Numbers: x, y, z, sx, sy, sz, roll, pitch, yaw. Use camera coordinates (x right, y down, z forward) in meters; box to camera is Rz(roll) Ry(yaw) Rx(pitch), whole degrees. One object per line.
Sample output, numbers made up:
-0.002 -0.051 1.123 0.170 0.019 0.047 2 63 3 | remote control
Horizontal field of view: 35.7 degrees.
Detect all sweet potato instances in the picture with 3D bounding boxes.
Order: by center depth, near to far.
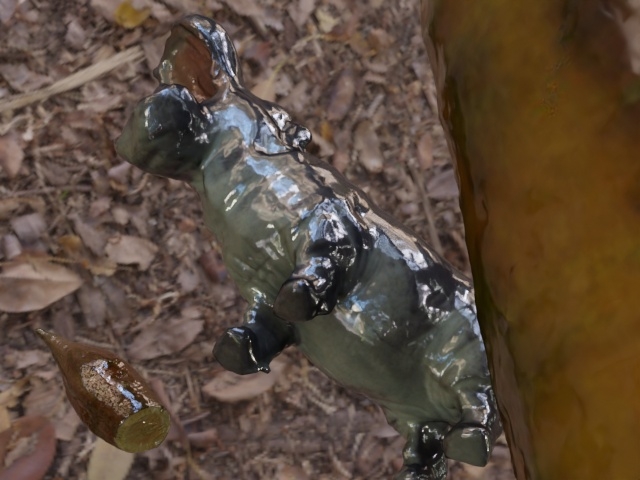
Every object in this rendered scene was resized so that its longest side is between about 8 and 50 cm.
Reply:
-0.149 0.093 0.650 0.117 0.049 0.049 37 40 22 | sweet potato

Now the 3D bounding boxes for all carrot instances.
0.173 -0.030 0.411 0.241 0.241 0.340 3 70 -43 | carrot

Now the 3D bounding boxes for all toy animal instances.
-0.011 0.002 0.618 0.343 0.106 0.168 49 35 3 | toy animal
